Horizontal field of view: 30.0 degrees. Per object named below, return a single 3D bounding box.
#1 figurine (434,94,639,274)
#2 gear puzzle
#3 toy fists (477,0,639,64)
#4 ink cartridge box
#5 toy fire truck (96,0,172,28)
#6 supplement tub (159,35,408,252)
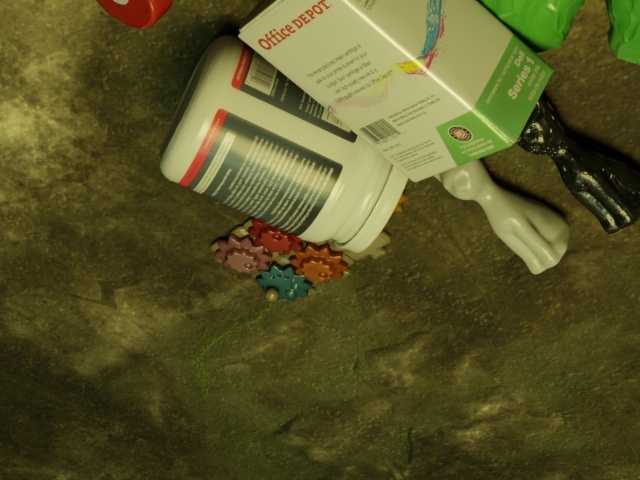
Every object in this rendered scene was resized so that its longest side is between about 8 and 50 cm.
[{"bbox_3d":[0.266,-0.076,1.514,0.209,0.092,0.215,39,136,-17],"label":"figurine"},{"bbox_3d":[0.000,0.000,1.701,0.175,0.044,0.339,35,136,-25],"label":"gear puzzle"},{"bbox_3d":[0.293,-0.268,1.258,0.279,0.096,0.142,8,156,6],"label":"toy fists"},{"bbox_3d":[0.078,-0.206,1.305,0.278,0.117,0.201,38,156,-17],"label":"ink cartridge box"},{"bbox_3d":[-0.192,-0.377,1.185,0.254,0.169,0.302,43,154,-8],"label":"toy fire truck"},{"bbox_3d":[-0.042,-0.114,1.461,0.272,0.191,0.191,24,140,-13],"label":"supplement tub"}]
